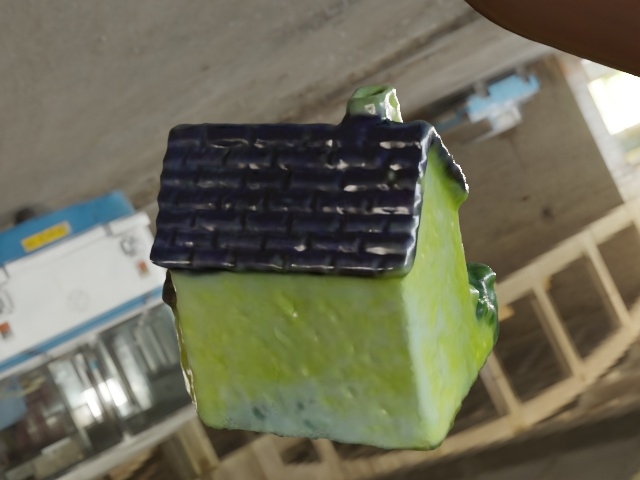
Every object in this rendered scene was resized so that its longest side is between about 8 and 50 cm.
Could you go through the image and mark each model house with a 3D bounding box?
[{"bbox_3d":[0.000,0.000,0.846,0.194,0.211,0.170,3,-153,27],"label":"model house"}]

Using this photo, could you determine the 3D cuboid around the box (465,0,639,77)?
[{"bbox_3d":[0.173,-0.202,0.281,0.339,0.240,0.229,115,-11,-52],"label":"box"}]
